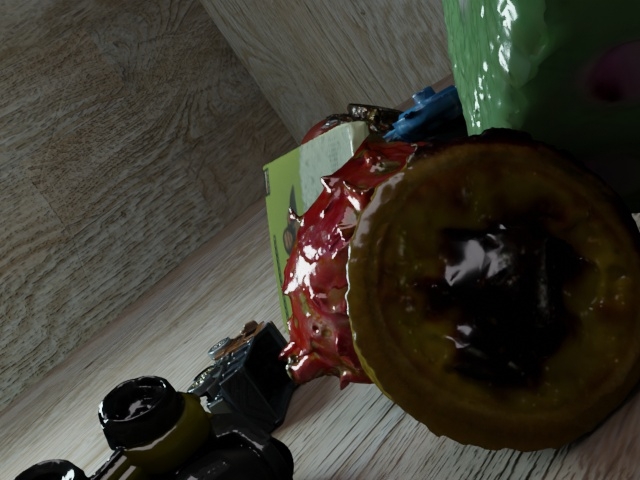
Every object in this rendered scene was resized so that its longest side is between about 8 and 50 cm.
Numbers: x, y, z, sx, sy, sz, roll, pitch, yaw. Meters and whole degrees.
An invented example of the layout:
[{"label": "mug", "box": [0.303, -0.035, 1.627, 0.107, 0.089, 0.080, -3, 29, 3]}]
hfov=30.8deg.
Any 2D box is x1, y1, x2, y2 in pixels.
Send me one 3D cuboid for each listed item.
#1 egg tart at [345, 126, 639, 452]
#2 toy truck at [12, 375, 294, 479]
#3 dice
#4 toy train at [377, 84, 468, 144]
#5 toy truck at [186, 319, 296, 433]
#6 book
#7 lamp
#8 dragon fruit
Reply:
[{"label": "egg tart", "box": [0.107, 0.042, 0.802, 0.215, 0.215, 0.171, -37, -2, -18]}, {"label": "toy truck", "box": [-0.138, 0.228, 0.963, 0.165, 0.147, 0.224, 12, 38, 39]}, {"label": "dice", "box": [0.262, -0.225, 0.858, 0.330, 0.318, 0.322, -7, -27, 0]}, {"label": "toy train", "box": [0.147, -0.095, 1.514, 0.300, 0.188, 0.265, -30, 2, 34]}, {"label": "toy truck", "box": [-0.078, 0.155, 1.288, 0.092, 0.083, 0.192, -33, 9, 12]}, {"label": "book", "box": [0.000, 0.000, 1.406, 0.035, 0.239, 0.352, -6, -2, -19]}, {"label": "lamp", "box": [0.072, -0.107, 1.819, 0.227, 0.227, 0.227, -34, 8, 5]}, {"label": "dragon fruit", "box": [0.060, 0.038, 1.047, 0.268, 0.210, 0.205, -52, 18, 24]}]
